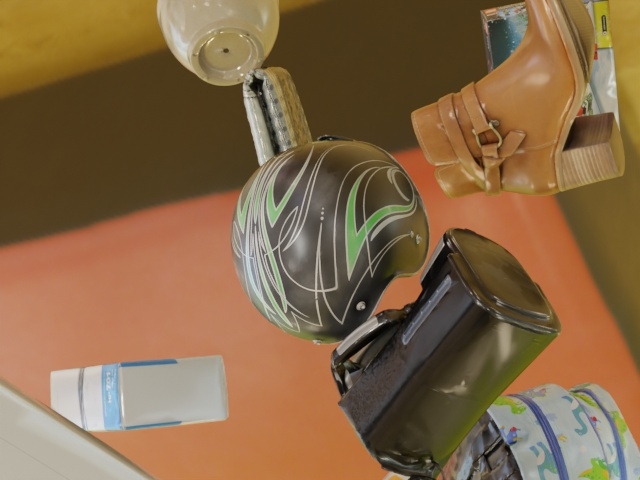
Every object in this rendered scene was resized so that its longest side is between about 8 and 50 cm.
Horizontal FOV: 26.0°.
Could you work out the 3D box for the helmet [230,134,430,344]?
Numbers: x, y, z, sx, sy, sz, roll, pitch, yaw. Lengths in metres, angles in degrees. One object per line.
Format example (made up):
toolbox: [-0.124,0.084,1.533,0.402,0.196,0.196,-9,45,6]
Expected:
helmet: [0.000,0.000,1.222,0.169,0.161,0.169,22,127,31]

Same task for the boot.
boot: [0.208,-0.172,1.576,0.220,0.109,0.283,-8,128,24]

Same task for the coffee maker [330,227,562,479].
coffee maker: [0.114,0.106,1.156,0.120,0.171,0.178,-2,136,-51]

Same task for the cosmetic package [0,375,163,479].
cosmetic package: [-0.268,0.262,1.067,0.377,0.284,0.097,40,169,-32]

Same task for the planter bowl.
planter bowl: [-0.126,-0.268,1.786,0.162,0.109,0.162,-7,138,-6]

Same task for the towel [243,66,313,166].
towel: [-0.029,-0.061,1.755,0.056,0.312,0.324,-17,96,5]

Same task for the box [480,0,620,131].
box: [0.304,-0.203,1.818,0.159,0.044,0.233,-11,118,0]

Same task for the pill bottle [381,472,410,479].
pill bottle: [0.047,0.373,1.394,0.152,0.272,0.152,41,172,7]

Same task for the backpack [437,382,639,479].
backpack: [0.275,0.335,1.819,0.273,0.290,0.355,-16,141,-1]

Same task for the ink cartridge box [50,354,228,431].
ink cartridge box: [-0.218,0.184,1.642,0.139,0.082,0.190,-1,174,-35]
